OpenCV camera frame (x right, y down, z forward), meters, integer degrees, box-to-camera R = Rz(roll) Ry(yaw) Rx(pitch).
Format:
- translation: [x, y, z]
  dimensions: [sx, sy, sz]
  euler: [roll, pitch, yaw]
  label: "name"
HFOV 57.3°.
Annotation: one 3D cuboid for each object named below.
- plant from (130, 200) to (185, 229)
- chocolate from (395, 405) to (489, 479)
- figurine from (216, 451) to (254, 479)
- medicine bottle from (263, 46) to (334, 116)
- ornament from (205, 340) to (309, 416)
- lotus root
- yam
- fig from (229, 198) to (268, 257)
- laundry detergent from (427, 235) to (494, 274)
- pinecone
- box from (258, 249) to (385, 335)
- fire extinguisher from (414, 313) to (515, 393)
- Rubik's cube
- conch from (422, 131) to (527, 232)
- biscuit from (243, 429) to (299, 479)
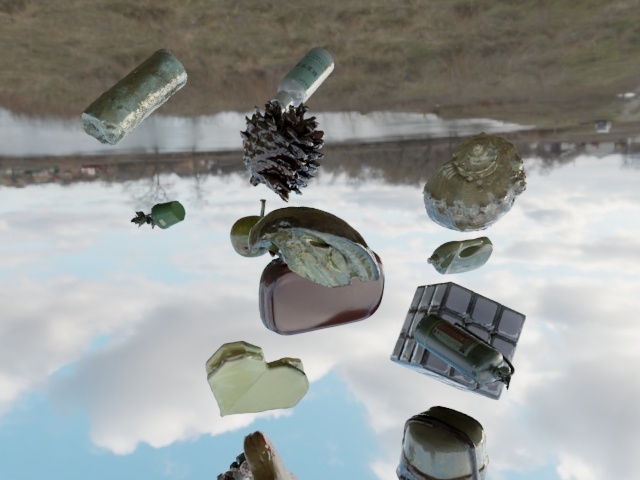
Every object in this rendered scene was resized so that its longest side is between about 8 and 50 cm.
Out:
- translation: [-0.301, -0.042, 1.082]
  dimensions: [0.102, 0.051, 0.051]
  euler: [-14, -176, 23]
  label: "plant"
- translation: [0.360, 0.603, 1.737]
  dimensions: [0.284, 0.186, 0.283]
  euler: [-8, -173, 1]
  label: "chocolate"
- translation: [-0.273, 0.837, 2.005]
  dimensions: [0.167, 0.281, 0.370]
  euler: [40, -150, 3]
  label: "figurine"
- translation: [-0.083, -0.529, 2.029]
  dimensions: [0.110, 0.110, 0.352]
  euler: [8, -130, 41]
  label: "medicine bottle"
- translation: [-0.137, 0.273, 1.094]
  dimensions: [0.201, 0.180, 0.059]
  euler: [27, -154, -34]
  label: "ornament"
- translation: [-0.002, -0.004, 1.303]
  dimensions: [0.210, 0.142, 0.314]
  euler: [-18, 147, 23]
  label: "lotus root"
- translation: [-0.363, -0.281, 1.152]
  dimensions: [0.093, 0.093, 0.259]
  euler: [4, -136, 28]
  label: "yam"
- translation: [-0.226, -0.028, 1.939]
  dimensions: [0.142, 0.148, 0.186]
  euler: [-20, -159, 9]
  label: "fig"
- translation: [0.511, 0.058, 2.190]
  dimensions: [0.253, 0.091, 0.181]
  euler: [-7, 147, -24]
  label: "laundry detergent"
- translation: [-0.115, -0.286, 1.806]
  dimensions: [0.242, 0.296, 0.298]
  euler: [-3, -138, -48]
  label: "pinecone"
- translation: [0.006, 0.150, 1.775]
  dimensions: [0.404, 0.263, 0.108]
  euler: [-7, -156, -21]
  label: "box"
- translation: [0.352, 0.269, 1.382]
  dimensions: [0.118, 0.093, 0.294]
  euler: [-16, -154, -29]
  label: "fire extinguisher"
- translation: [0.460, 0.335, 1.992]
  dimensions: [0.305, 0.303, 0.301]
  euler: [23, 168, -10]
  label: "Rubik's cube"
- translation: [0.458, -0.128, 1.707]
  dimensions: [0.297, 0.352, 0.210]
  euler: [-23, -148, 3]
  label: "conch"
- translation: [-0.057, 0.665, 1.337]
  dimensions: [0.076, 0.368, 0.394]
  euler: [-25, -147, 1]
  label: "biscuit"
